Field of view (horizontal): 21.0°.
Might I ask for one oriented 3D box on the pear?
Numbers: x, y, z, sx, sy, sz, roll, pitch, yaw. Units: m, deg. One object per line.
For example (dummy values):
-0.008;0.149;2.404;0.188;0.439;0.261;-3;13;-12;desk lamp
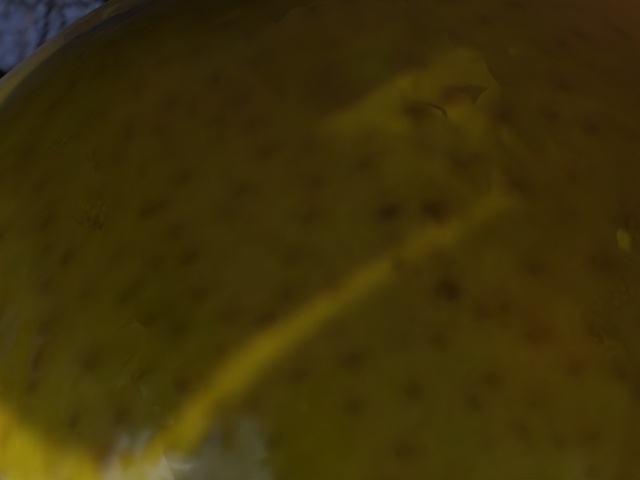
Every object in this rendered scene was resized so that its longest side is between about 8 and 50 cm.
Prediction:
0.000;0.000;0.547;0.191;0.340;0.386;64;180;-17;pear
